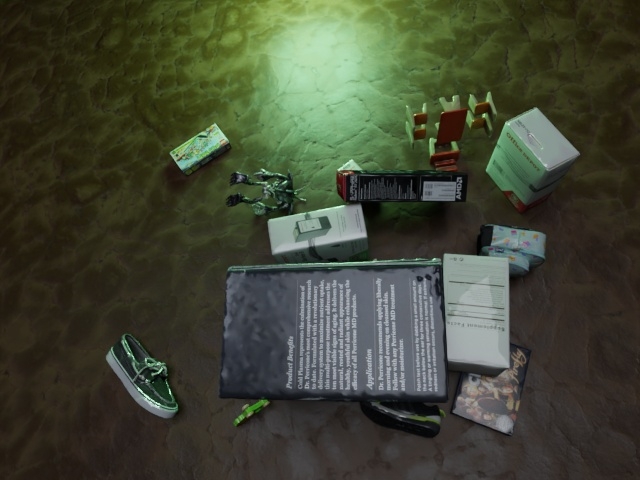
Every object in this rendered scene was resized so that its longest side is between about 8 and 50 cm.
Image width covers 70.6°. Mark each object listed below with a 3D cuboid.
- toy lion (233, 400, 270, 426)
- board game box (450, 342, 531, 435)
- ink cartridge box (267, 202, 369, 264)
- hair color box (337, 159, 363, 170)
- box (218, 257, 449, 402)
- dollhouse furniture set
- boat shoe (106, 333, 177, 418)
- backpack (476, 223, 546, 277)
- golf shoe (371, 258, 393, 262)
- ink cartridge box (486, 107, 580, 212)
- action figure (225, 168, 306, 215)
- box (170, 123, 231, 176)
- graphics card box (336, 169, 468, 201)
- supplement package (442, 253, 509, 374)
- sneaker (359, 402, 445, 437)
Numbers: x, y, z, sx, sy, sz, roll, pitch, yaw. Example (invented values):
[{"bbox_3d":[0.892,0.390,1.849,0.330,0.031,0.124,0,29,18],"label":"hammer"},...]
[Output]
[{"bbox_3d":[-0.204,0.501,1.312,0.100,0.096,0.034,-18,58,-45],"label":"toy lion"},{"bbox_3d":[0.482,0.400,1.279,0.165,0.042,0.243,17,71,14],"label":"board game box"},{"bbox_3d":[0.000,0.000,1.422,0.289,0.211,0.121,-11,68,4],"label":"ink cartridge box"},{"bbox_3d":[0.130,-0.209,1.581,0.072,0.043,0.141,-37,69,-8],"label":"hair color box"},{"bbox_3d":[0.058,0.243,1.143,0.471,0.480,0.297,-1,74,11],"label":"box"},{"bbox_3d":[0.421,-0.337,1.478,0.262,0.259,0.135,-9,64,5],"label":"dollhouse furniture set"},{"bbox_3d":[-0.526,0.404,1.376,0.306,0.113,0.105,37,91,29],"label":"boat shoe"},{"bbox_3d":[0.573,0.032,1.353,0.188,0.166,0.144,1,70,12],"label":"backpack"},{"bbox_3d":[0.238,0.100,1.427,0.176,0.069,0.086,12,63,11],"label":"golf shoe"},{"bbox_3d":[0.643,-0.240,1.400,0.114,0.273,0.197,-28,67,-4],"label":"ink cartridge box"},{"bbox_3d":[-0.187,-0.168,1.544,0.141,0.275,0.164,5,92,48],"label":"action figure"},{"bbox_3d":[-0.455,-0.345,1.721,0.207,0.036,0.114,-36,68,-8],"label":"box"},{"bbox_3d":[0.243,-0.175,1.419,0.371,0.233,0.094,-1,101,-3],"label":"graphics card box"},{"bbox_3d":[0.417,0.208,1.250,0.175,0.177,0.293,4,68,13],"label":"supplement package"},{"bbox_3d":[0.230,0.477,1.276,0.234,0.084,0.097,15,45,13],"label":"sneaker"}]
